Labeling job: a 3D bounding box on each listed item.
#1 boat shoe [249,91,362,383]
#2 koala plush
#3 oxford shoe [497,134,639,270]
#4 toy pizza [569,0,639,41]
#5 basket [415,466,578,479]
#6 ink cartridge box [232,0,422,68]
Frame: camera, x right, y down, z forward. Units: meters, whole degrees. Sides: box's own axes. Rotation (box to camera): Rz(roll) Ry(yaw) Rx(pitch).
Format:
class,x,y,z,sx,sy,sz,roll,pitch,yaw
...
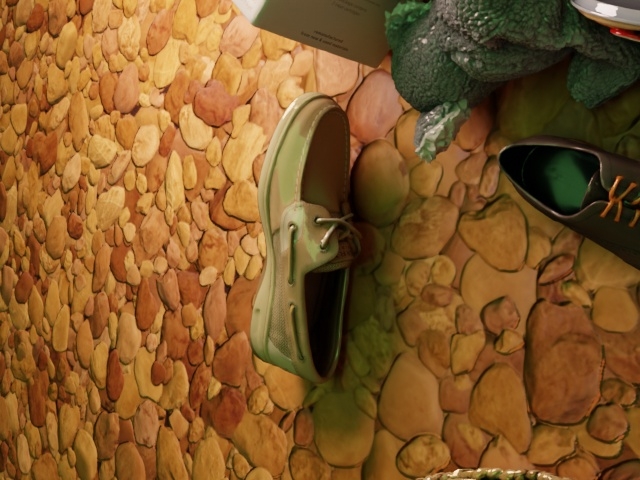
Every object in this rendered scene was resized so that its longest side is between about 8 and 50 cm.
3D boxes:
class,x,y,z,sx,sy,sz,roll,pitch,yaw
boat shoe,0.000,0.000,0.838,0.110,0.122,0.340,20,111,39
koala plush,0.145,-0.194,0.667,0.221,0.203,0.196,-34,63,51
oxford shoe,0.264,-0.017,0.580,0.271,0.098,0.096,29,107,42
toy pizza,0.284,-0.159,0.513,0.201,0.201,0.032,30,130,42
basket,0.203,0.337,0.619,0.299,0.223,0.213,-7,49,44
ink cartridge box,0.024,-0.365,0.742,0.270,0.197,0.198,-54,54,27
